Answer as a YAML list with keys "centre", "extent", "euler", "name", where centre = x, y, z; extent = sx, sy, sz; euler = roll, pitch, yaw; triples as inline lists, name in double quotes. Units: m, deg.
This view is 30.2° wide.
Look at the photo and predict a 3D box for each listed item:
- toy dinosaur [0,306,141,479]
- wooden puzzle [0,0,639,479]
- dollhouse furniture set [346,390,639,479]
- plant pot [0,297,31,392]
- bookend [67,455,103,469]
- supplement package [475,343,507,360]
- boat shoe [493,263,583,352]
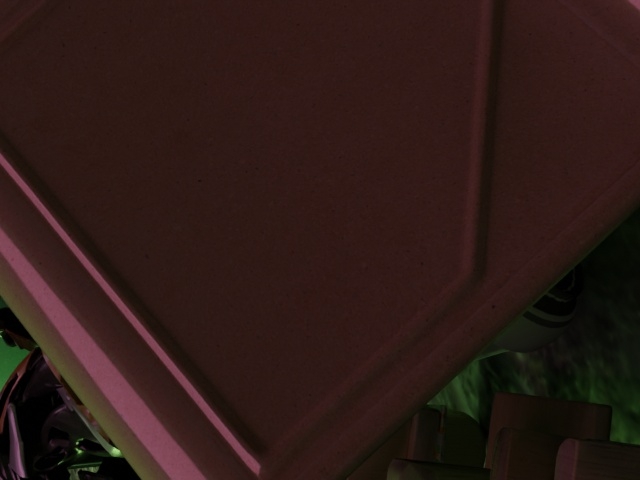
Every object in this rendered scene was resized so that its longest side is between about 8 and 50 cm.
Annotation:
- centre: [-0.080, 0.059, 0.484]
  extent: [0.322, 0.164, 0.218]
  euler: [-96, 26, -49]
  name: "toy dinosaur"
- centre: [-0.011, -0.045, 0.410]
  extent: [0.221, 0.238, 0.044]
  euler: [47, -178, 23]
  name: "wooden puzzle"
- centre: [0.095, 0.186, 0.470]
  extent: [0.212, 0.161, 0.242]
  euler: [172, 108, -68]
  name: "dollhouse furniture set"
- centre: [-0.385, 0.076, 1.425]
  extent: [0.293, 0.196, 0.293]
  euler: [44, 141, 52]
  name: "plant pot"
- centre: [-0.224, 0.139, 1.203]
  extent: [0.157, 0.072, 0.156]
  euler: [131, 134, -64]
  name: "bookend"
- centre: [0.000, 0.000, 0.578]
  extent: [0.179, 0.105, 0.105]
  euler: [-163, 63, -65]
  name: "supplement package"
- centre: [0.057, -0.073, 0.458]
  extent: [0.076, 0.080, 0.229]
  euler: [-36, 61, 39]
  name: "boat shoe"
